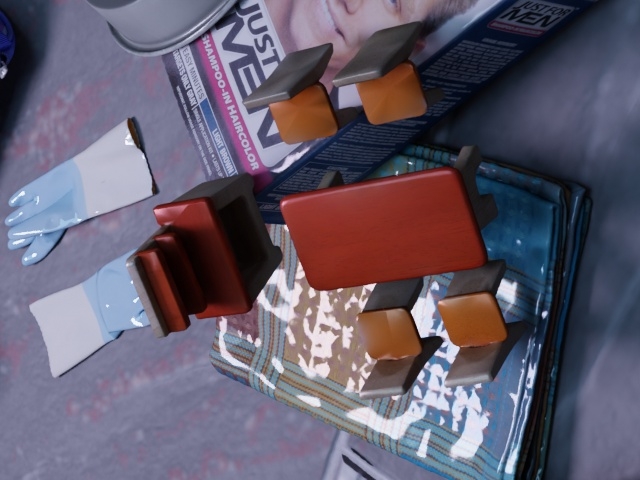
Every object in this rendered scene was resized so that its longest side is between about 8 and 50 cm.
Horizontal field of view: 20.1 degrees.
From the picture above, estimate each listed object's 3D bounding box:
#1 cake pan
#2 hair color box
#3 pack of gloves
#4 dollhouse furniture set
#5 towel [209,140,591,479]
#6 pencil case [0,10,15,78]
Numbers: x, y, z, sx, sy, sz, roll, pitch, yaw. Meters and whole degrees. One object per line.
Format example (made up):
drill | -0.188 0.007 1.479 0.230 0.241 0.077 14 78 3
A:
cake pan | -0.118 -0.301 1.547 0.293 0.054 0.293 -30 49 40
hair color box | 0.036 -0.171 1.447 0.347 0.105 0.174 -37 65 34
pack of gloves | -0.242 0.013 1.796 0.232 0.046 0.195 -28 76 41
dollhouse furniture set | 0.000 0.000 1.365 0.259 0.135 0.262 -10 112 29
towel | 0.050 0.043 1.537 0.370 0.040 0.272 19 108 40
pencil case | -0.406 -0.113 1.879 0.133 0.119 0.306 35 118 22
